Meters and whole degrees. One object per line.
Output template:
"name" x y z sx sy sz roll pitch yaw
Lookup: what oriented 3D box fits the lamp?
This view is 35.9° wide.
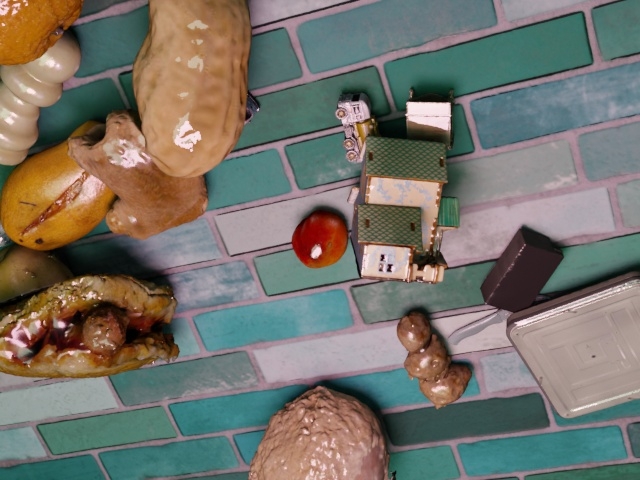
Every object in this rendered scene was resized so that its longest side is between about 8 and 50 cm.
"lamp" 0.499 0.191 1.753 0.269 0.047 0.266 -23 120 23

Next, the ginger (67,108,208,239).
"ginger" -0.313 -0.106 1.708 0.275 0.130 0.221 28 122 -27

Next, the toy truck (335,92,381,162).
"toy truck" 0.067 -0.186 1.652 0.062 0.052 0.123 -9 118 13

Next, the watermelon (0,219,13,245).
"watermelon" -0.621 -0.025 1.917 0.085 0.085 0.061 37 150 -9

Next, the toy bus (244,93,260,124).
"toy bus" -0.168 -0.200 1.684 0.123 0.075 0.060 -37 106 28

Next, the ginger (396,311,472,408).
"ginger" 0.202 0.218 1.839 0.104 0.080 0.204 -31 111 12

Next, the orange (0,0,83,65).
"orange" -0.534 -0.435 1.501 0.322 0.322 0.357 -37 110 28

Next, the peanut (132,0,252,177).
"peanut" -0.203 -0.291 1.556 0.192 0.169 0.387 13 101 42

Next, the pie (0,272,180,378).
"pie" -0.485 0.172 1.838 0.418 0.395 0.181 -9 80 17

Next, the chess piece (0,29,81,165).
"chess piece" -0.509 -0.267 1.698 0.144 0.144 0.251 39 115 -10

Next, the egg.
"egg" 0.000 0.442 1.914 0.279 0.279 0.310 21 94 0

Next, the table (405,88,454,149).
"table" 0.179 -0.199 1.611 0.079 0.062 0.083 2 120 11

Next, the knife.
"knife" 0.322 0.142 1.804 0.210 0.015 0.028 -30 102 25

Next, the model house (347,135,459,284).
"model house" 0.135 -0.064 1.595 0.178 0.271 0.207 4 106 0

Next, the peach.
"peach" 0.000 0.000 1.747 0.100 0.101 0.101 6 121 10

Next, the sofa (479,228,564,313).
"sofa" 0.351 0.054 1.729 0.085 0.060 0.147 17 123 -15

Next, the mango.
"mango" -0.468 -0.089 1.792 0.295 0.120 0.177 -36 108 28

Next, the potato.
"potato" -0.579 0.065 1.899 0.202 0.182 0.117 -22 89 45
